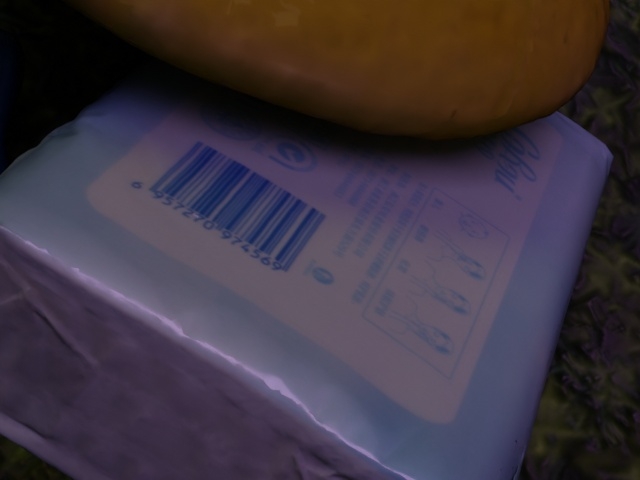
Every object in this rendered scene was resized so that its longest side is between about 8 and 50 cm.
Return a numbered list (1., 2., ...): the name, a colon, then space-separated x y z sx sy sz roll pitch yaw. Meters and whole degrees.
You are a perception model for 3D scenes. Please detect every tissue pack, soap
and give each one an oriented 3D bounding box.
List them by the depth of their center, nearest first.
1. tissue pack: 0.000 0.000 0.444 0.177 0.089 0.263 33 33 0
2. soap: -0.030 -0.214 0.492 0.306 0.115 0.427 14 46 -35

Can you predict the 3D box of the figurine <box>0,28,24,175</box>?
1. figurine: -0.226 0.024 0.413 0.283 0.205 0.338 28 49 10
